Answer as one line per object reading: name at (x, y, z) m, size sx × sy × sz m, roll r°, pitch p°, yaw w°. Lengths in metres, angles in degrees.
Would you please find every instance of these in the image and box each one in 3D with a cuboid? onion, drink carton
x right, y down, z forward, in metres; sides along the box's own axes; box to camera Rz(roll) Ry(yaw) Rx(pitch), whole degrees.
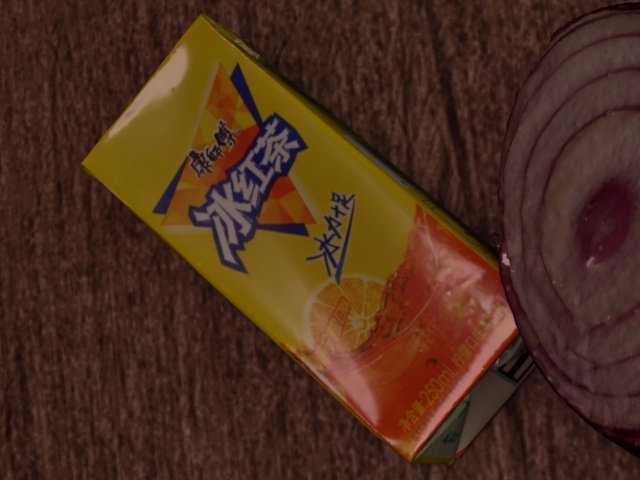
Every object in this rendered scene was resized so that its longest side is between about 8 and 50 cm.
onion at (0.289, -0.007, 1.234) m, size 0.282 × 0.260 × 0.337 m, roll -63°, pitch 36°, yaw 34°
drink carton at (0.000, 0.000, 1.415) m, size 0.351 × 0.111 × 0.154 m, roll 41°, pitch 96°, yaw 20°
